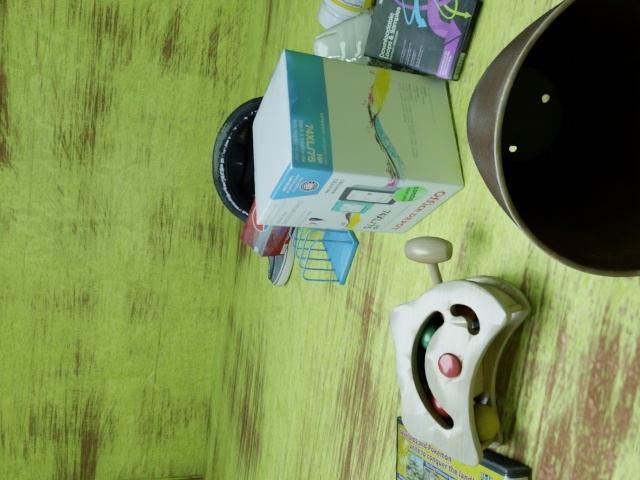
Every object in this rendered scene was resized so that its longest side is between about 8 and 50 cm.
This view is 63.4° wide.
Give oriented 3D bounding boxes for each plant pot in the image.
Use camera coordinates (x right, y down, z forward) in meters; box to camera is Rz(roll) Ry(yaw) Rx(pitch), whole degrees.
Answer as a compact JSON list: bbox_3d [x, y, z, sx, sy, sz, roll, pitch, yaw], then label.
[{"bbox_3d":[0.220,-0.106,0.466,0.230,0.215,0.215,-101,20,-74],"label":"plant pot"}]

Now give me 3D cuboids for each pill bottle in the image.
[{"bbox_3d":[0.071,-0.546,1.079,0.208,0.119,0.119,117,151,-48],"label":"pill bottle"}]

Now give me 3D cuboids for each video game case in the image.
[{"bbox_3d":[0.175,0.392,0.696,0.275,0.035,0.248,163,110,-70],"label":"video game case"}]

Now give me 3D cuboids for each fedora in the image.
[{"bbox_3d":[-0.121,-0.204,1.360,0.152,0.334,0.334,-78,-3,-78],"label":"fedora"}]

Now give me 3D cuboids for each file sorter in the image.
[{"bbox_3d":[0.000,0.000,1.181,0.170,0.104,0.118,-111,32,-52],"label":"file sorter"}]

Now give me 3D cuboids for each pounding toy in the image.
[{"bbox_3d":[0.193,0.122,0.654,0.154,0.154,0.270,-10,85,41],"label":"pounding toy"}]

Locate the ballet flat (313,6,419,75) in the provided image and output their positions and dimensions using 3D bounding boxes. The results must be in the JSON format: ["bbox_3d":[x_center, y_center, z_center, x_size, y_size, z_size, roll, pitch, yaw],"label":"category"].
[{"bbox_3d":[0.043,-0.331,1.014,0.483,0.182,0.164,173,98,-70],"label":"ballet flat"}]

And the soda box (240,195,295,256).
[{"bbox_3d":[-0.096,-0.094,1.233,0.092,0.083,0.263,39,116,33],"label":"soda box"}]

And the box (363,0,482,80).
[{"bbox_3d":[0.151,-0.323,0.795,0.162,0.029,0.116,26,117,28],"label":"box"}]

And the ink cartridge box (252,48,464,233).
[{"bbox_3d":[0.048,-0.141,0.823,0.198,0.270,0.197,133,136,-61],"label":"ink cartridge box"}]

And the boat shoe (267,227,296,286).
[{"bbox_3d":[-0.156,-0.023,1.551,0.127,0.158,0.341,-126,45,-62],"label":"boat shoe"}]
